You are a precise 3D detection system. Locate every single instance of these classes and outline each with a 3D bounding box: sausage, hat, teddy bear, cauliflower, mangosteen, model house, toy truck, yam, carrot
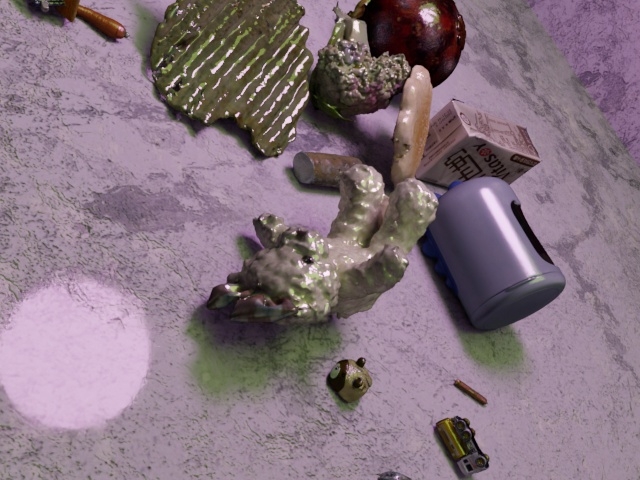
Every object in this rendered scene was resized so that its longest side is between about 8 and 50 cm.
[{"bbox_3d":[0.323,0.325,1.892,0.100,0.015,0.015,36,37,-19],"label":"sausage"},{"bbox_3d":[0.062,0.254,1.639,0.076,0.059,0.077,52,31,-4],"label":"hat"},{"bbox_3d":[0.000,0.000,1.595,0.327,0.376,0.362,22,-3,35],"label":"teddy bear"},{"bbox_3d":[0.073,-0.429,2.094,0.256,0.238,0.316,6,81,-50],"label":"cauliflower"},{"bbox_3d":[0.213,-0.545,2.383,0.306,0.359,0.306,-2,90,-66],"label":"mangosteen"},{"bbox_3d":[-0.498,-0.477,1.659,0.100,0.088,0.100,-8,62,-34],"label":"model house"},{"bbox_3d":[0.280,0.402,1.736,0.123,0.062,0.052,62,15,15],"label":"toy truck"},{"bbox_3d":[0.019,-0.155,1.949,0.179,0.078,0.078,1,58,-47],"label":"yam"},{"bbox_3d":[-0.443,-0.436,1.743,0.142,0.035,0.035,25,42,-20],"label":"carrot"}]

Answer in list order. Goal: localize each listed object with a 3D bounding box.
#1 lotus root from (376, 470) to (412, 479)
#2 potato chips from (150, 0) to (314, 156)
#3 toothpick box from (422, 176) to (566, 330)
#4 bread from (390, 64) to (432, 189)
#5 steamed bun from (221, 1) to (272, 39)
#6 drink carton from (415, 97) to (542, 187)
[{"bbox_3d":[0.126,0.532,1.358,0.175,0.175,0.350,27,42,-29],"label":"lotus root"},{"bbox_3d":[-0.161,-0.393,1.859,0.373,0.097,0.390,21,76,-31],"label":"potato chips"},{"bbox_3d":[0.378,0.012,2.065,0.263,0.263,0.355,2,56,-46],"label":"toothpick box"},{"bbox_3d":[0.220,-0.265,2.114,0.054,0.316,0.316,11,35,13],"label":"bread"},{"bbox_3d":[-0.150,-0.449,2.009,0.192,0.106,0.178,43,52,-25],"label":"steamed bun"},{"bbox_3d":[0.406,-0.232,2.334,0.324,0.194,0.132,11,48,-41],"label":"drink carton"}]
